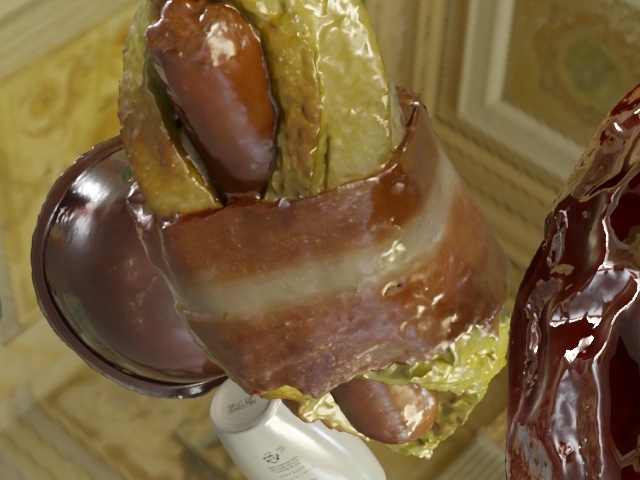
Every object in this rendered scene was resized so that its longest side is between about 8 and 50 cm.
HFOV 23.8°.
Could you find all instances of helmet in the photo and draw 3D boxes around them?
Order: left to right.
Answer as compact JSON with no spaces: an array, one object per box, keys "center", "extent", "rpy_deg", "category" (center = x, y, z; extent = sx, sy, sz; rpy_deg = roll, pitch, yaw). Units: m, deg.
[{"center":[-0.077,0.025,0.890],"extent":[0.106,0.155,0.175],"rpy_deg":[24,-38,63],"category":"helmet"}]

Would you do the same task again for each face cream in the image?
[{"center":[-0.010,0.138,0.952],"extent":[0.182,0.072,0.051],"rpy_deg":[51,17,-50],"category":"face cream"}]

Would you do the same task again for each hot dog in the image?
[{"center":[-0.003,0.004,0.550],"extent":[0.123,0.093,0.261],"rpy_deg":[-13,-53,28],"category":"hot dog"}]

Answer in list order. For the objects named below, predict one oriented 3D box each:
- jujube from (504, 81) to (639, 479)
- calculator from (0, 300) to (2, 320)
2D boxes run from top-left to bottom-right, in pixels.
[{"center":[0.142,0.038,0.430],"extent":[0.183,0.243,0.183],"rpy_deg":[11,-41,10],"category":"jujube"},{"center":[-0.281,-0.033,1.013],"extent":[0.141,0.045,0.246],"rpy_deg":[11,-63,34],"category":"calculator"}]
